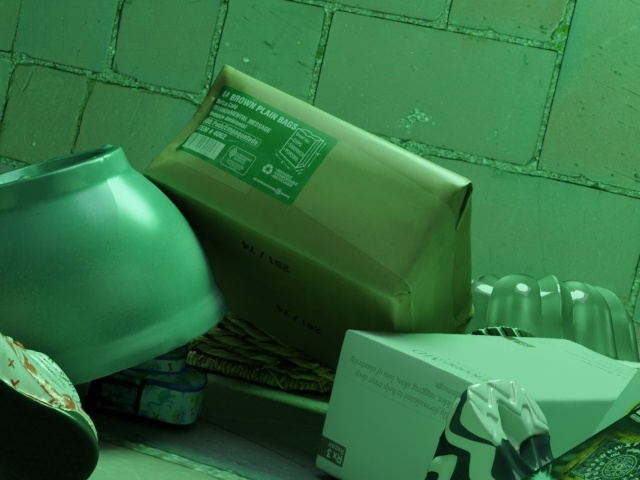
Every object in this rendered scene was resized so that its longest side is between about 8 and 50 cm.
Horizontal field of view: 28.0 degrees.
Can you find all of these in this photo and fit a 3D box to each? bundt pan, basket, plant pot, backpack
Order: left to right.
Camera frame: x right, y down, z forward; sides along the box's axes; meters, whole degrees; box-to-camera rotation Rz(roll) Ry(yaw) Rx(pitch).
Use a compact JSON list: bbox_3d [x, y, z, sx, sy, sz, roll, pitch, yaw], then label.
[{"bbox_3d":[-0.261,0.017,1.312,0.293,0.196,0.293,-14,12,3],"label":"plant pot"},{"bbox_3d":[-0.176,0.146,1.346,0.114,0.084,0.105,15,7,2],"label":"backpack"},{"bbox_3d":[-0.028,0.135,1.771,0.213,0.223,0.299,46,8,3],"label":"basket"},{"bbox_3d":[0.277,0.129,1.757,0.330,0.124,0.331,4,-16,1],"label":"bundt pan"}]

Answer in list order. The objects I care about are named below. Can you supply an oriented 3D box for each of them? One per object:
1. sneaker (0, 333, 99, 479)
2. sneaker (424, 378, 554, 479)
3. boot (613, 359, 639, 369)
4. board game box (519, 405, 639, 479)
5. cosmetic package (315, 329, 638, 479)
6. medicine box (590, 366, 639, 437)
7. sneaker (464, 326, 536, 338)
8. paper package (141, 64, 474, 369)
[{"bbox_3d":[-0.300,0.101,1.075,0.270,0.090,0.145,44,-6,-14],"label":"sneaker"},{"bbox_3d":[0.150,0.247,1.044,0.094,0.153,0.235,-7,53,-34],"label":"sneaker"},{"bbox_3d":[0.403,0.174,1.512,0.086,0.069,0.190,3,9,-40],"label":"boot"},{"bbox_3d":[0.217,0.174,0.877,0.126,0.026,0.186,-30,12,-4],"label":"board game box"},{"bbox_3d":[0.208,0.197,1.323,0.217,0.156,0.385,20,8,43],"label":"cosmetic package"},{"bbox_3d":[0.383,0.225,0.970,0.289,0.149,0.263,36,0,-13],"label":"medicine box"},{"bbox_3d":[0.171,0.168,1.576,0.208,0.081,0.094,-25,-12,2],"label":"sneaker"},{"bbox_3d":[0.000,0.000,1.447,0.324,0.168,0.309,27,-23,19],"label":"paper package"}]
